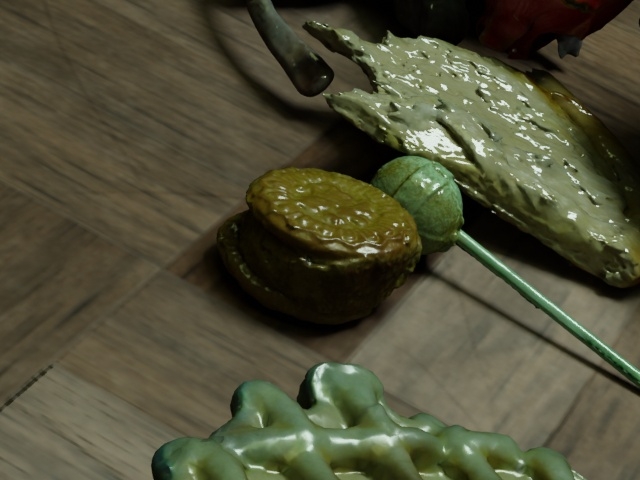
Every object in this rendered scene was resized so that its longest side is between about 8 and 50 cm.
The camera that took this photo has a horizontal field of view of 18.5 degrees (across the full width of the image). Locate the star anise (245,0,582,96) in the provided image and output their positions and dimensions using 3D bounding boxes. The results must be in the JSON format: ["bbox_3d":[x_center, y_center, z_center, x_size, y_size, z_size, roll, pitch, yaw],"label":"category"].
[{"bbox_3d":[0.073,-0.226,1.371,0.316,0.139,0.359,-1,46,-23],"label":"star anise"}]

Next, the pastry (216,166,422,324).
[{"bbox_3d":[0.000,0.000,1.068,0.109,0.057,0.097,17,31,-6],"label":"pastry"}]

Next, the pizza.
[{"bbox_3d":[0.105,-0.072,1.209,0.262,0.034,0.181,28,32,-11],"label":"pizza"}]

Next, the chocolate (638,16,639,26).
[{"bbox_3d":[0.366,-0.081,1.224,0.303,0.213,0.303,-10,46,10],"label":"chocolate"}]

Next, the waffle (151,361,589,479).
[{"bbox_3d":[0.048,0.169,0.844,0.292,0.056,0.309,25,32,8],"label":"waffle"}]

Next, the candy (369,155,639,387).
[{"bbox_3d":[0.110,0.024,1.111,0.202,0.061,0.061,38,36,12],"label":"candy"}]

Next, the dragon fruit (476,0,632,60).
[{"bbox_3d":[0.157,-0.193,1.261,0.136,0.166,0.133,31,13,6],"label":"dragon fruit"}]
